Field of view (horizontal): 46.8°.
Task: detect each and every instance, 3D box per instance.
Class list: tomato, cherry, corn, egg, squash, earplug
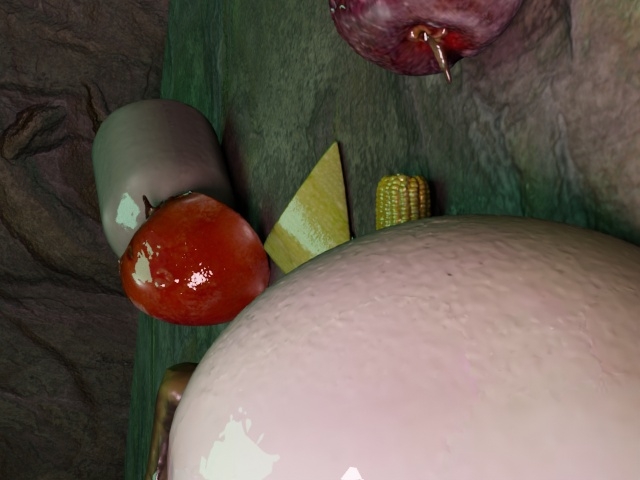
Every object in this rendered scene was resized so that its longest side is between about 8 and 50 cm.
[{"bbox_3d":[-0.262,0.068,1.408,0.170,0.309,0.309,-41,-28,-54],"label":"tomato"},{"bbox_3d":[0.101,-0.252,0.692,0.195,0.195,0.195,-178,90,-69],"label":"cherry"},{"bbox_3d":[0.092,0.007,0.838,0.085,0.063,0.165,12,101,59],"label":"corn"},{"bbox_3d":[0.062,0.153,0.522,0.354,0.339,0.355,-176,90,-69],"label":"egg"},{"bbox_3d":[0.000,0.000,1.150,0.204,0.155,0.237,-57,0,-33],"label":"squash"},{"bbox_3d":[-0.350,-0.095,1.691,0.394,0.312,0.313,-114,33,-45],"label":"earplug"}]

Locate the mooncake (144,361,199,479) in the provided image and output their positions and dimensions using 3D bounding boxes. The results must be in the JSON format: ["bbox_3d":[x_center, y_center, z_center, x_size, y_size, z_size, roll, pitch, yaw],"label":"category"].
[{"bbox_3d":[-0.192,0.408,1.285,0.393,0.246,0.394,-96,21,-44],"label":"mooncake"}]
